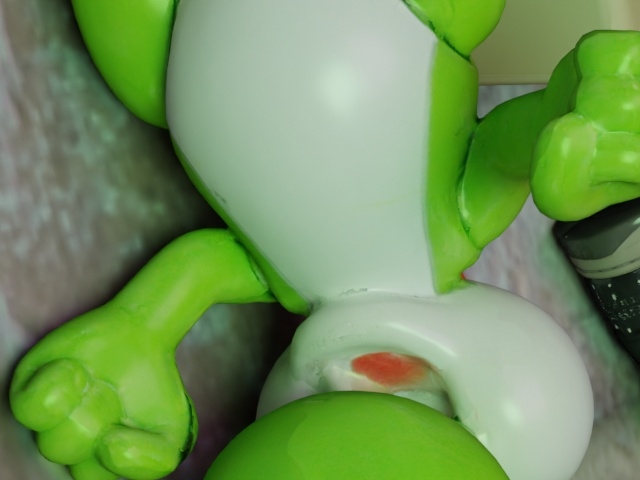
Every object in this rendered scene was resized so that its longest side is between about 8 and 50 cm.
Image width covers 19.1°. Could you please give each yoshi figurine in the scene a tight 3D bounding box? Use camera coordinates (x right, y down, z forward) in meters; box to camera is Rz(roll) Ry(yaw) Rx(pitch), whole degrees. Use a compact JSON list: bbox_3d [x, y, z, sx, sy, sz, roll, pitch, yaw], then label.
[{"bbox_3d":[0.001,0.003,0.605,0.203,0.203,0.362,-21,97,-28],"label":"yoshi figurine"}]

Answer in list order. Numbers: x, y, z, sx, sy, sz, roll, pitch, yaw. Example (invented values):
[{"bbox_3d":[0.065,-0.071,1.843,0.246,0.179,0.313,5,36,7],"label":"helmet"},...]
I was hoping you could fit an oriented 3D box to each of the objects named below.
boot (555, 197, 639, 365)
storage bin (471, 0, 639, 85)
[{"bbox_3d":[0.235,0.020,0.834,0.236,0.085,0.179,-25,103,-11],"label":"boot"},{"bbox_3d":[0.120,-0.215,0.759,0.260,0.123,0.262,-30,114,-43],"label":"storage bin"}]
